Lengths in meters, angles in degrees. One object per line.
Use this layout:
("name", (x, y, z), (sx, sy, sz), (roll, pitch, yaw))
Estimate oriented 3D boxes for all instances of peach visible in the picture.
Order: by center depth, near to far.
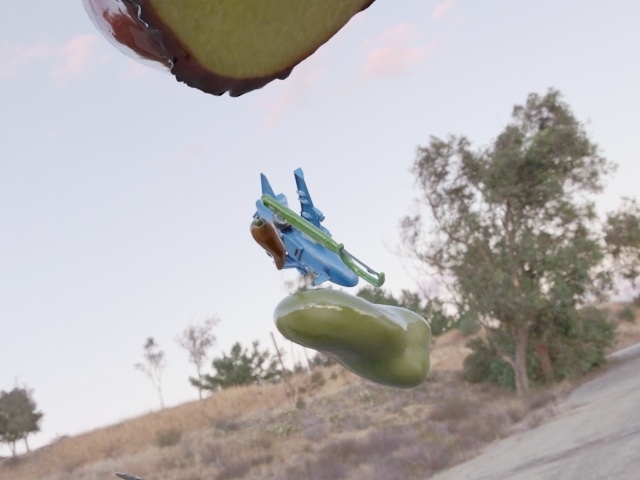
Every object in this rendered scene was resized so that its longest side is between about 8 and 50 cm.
("peach", (-0.059, -0.290, 0.529), (0.361, 0.201, 0.258), (-34, -23, -24))

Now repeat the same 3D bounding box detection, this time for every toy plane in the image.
("toy plane", (-0.035, -0.003, 1.190), (0.105, 0.271, 0.254), (-23, -33, -32))

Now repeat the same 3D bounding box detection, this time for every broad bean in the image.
("broad bean", (0.050, 0.134, 0.965), (0.263, 0.121, 0.189), (31, -24, -28))

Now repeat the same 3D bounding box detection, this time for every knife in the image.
("knife", (0.001, -0.001, 0.834), (0.015, 0.212, 0.054), (-49, -25, -15))

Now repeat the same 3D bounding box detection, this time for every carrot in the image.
("carrot", (-0.070, 0.006, 0.917), (0.035, 0.035, 0.142), (-21, -34, 3))

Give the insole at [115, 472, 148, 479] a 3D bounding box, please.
("insole", (-0.164, 0.393, 0.957), (0.327, 0.007, 0.111), (8, -32, 19))
